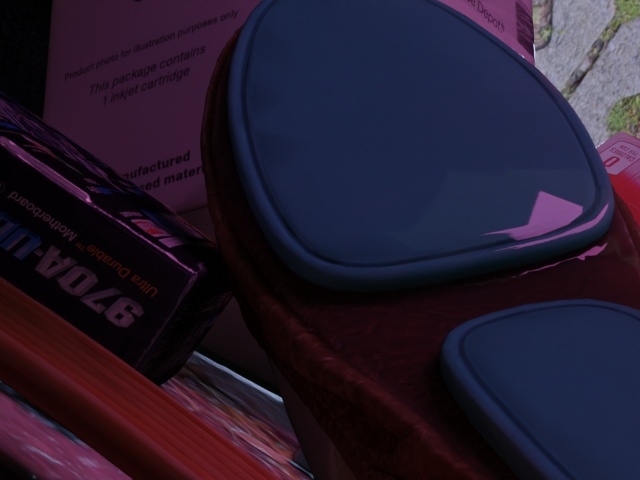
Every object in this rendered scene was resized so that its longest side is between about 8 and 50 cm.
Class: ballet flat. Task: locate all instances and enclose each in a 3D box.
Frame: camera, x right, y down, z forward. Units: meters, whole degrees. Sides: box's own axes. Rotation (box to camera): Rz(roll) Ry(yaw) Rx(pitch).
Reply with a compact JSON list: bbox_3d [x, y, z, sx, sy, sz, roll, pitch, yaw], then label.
[{"bbox_3d":[0.047,0.047,0.488,0.116,0.124,0.342,-9,31,-19],"label":"ballet flat"}]

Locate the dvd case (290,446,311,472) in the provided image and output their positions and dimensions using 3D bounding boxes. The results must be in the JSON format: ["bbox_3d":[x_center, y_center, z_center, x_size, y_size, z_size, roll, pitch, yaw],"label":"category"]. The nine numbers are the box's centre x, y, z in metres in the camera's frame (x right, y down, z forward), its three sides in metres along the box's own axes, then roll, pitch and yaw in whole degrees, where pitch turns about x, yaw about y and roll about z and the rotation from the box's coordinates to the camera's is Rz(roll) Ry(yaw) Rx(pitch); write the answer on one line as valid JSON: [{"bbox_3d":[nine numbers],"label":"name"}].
[{"bbox_3d":[0.031,0.097,0.727,0.087,0.013,0.119,35,0,4],"label":"dvd case"}]

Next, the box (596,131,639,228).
[{"bbox_3d":[0.191,0.098,0.853,0.300,0.154,0.142,35,-30,42],"label":"box"}]

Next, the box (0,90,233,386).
[{"bbox_3d":[-0.110,-0.021,0.574,0.175,0.051,0.220,35,1,1],"label":"box"}]

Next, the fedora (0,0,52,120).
[{"bbox_3d":[-0.122,-0.129,0.983,0.334,0.334,0.152,33,32,-52],"label":"fedora"}]

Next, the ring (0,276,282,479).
[{"bbox_3d":[-0.068,0.029,0.245,0.336,0.032,0.336,34,2,-1],"label":"ring"}]

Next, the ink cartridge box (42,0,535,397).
[{"bbox_3d":[-0.004,-0.095,0.827,0.121,0.289,0.211,-17,-32,30],"label":"ink cartridge box"}]
